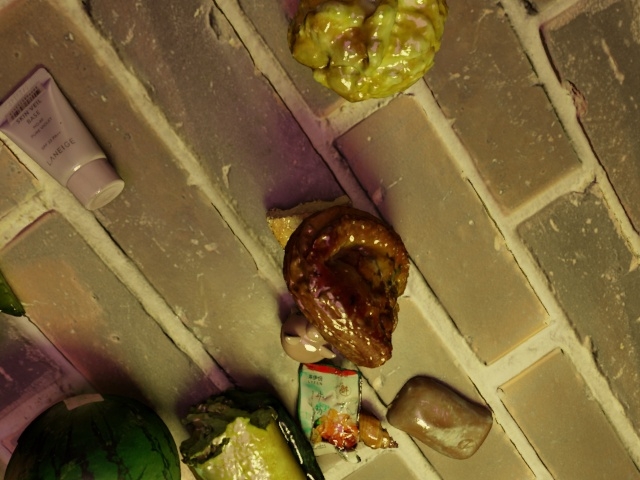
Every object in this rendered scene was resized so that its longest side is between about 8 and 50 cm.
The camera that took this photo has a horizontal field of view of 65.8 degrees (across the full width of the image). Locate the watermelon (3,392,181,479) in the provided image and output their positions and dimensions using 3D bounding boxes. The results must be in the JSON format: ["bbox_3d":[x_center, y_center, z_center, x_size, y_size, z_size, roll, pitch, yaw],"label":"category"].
[{"bbox_3d":[-0.451,0.493,1.002,0.364,0.363,0.362,-1,103,-6],"label":"watermelon"}]

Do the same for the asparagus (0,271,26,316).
[{"bbox_3d":[-0.734,0.011,0.975,0.108,0.128,0.381,-11,108,34],"label":"asparagus"}]

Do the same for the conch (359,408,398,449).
[{"bbox_3d":[0.075,0.442,1.186,0.233,0.080,0.086,9,89,16],"label":"conch"}]

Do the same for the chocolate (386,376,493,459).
[{"bbox_3d":[0.299,0.447,1.203,0.262,0.083,0.161,28,97,-11],"label":"chocolate"}]

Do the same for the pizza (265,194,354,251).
[{"bbox_3d":[0.005,-0.007,1.078,0.188,0.080,0.204,-17,118,14],"label":"pizza"}]

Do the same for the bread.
[{"bbox_3d":[-0.139,0.527,1.096,0.251,0.208,0.376,-25,100,8],"label":"bread"}]

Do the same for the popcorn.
[{"bbox_3d":[0.090,-0.390,0.901,0.282,0.282,0.246,33,76,-12],"label":"popcorn"}]

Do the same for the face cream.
[{"bbox_3d":[-0.510,-0.190,0.975,0.154,0.096,0.274,-42,91,7],"label":"face cream"}]

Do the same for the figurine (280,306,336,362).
[{"bbox_3d":[-0.027,0.209,1.087,0.125,0.138,0.125,-1,96,-7],"label":"figurine"}]

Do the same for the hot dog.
[{"bbox_3d":[0.070,0.094,0.964,0.175,0.266,0.387,-1,149,25],"label":"hot dog"}]

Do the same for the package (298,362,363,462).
[{"bbox_3d":[0.019,0.398,1.134,0.166,0.040,0.231,4,97,28],"label":"package"}]
